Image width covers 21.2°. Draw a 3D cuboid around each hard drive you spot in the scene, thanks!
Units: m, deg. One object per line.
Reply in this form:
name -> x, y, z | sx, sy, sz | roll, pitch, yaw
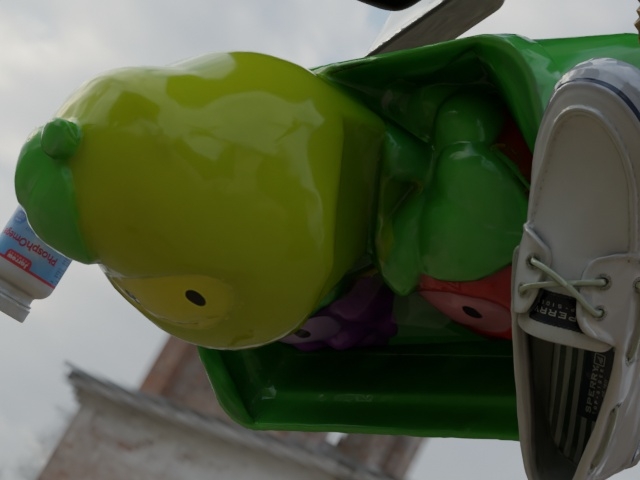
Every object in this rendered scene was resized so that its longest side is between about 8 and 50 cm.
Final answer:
hard drive -> 0.190, -0.351, 1.968 | 0.047, 0.353, 0.233 | 40, -35, -15

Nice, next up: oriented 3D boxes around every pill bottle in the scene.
pill bottle -> -0.325, 0.009, 1.949 | 0.087, 0.160, 0.087 | 31, -7, 4

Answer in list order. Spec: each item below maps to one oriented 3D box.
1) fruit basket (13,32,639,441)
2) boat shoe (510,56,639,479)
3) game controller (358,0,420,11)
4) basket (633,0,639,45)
fruit basket -> 0.000, 0.000, 1.043 | 0.392, 0.392, 0.283 | -2, -71, 53
boat shoe -> 0.132, 0.028, 0.828 | 0.083, 0.076, 0.226 | 13, -58, 37
game controller -> 0.030, -0.243, 1.081 | 0.166, 0.067, 0.319 | 16, -19, -7
basket -> 0.310, -0.127, 0.656 | 0.299, 0.213, 0.223 | 27, -23, -4
